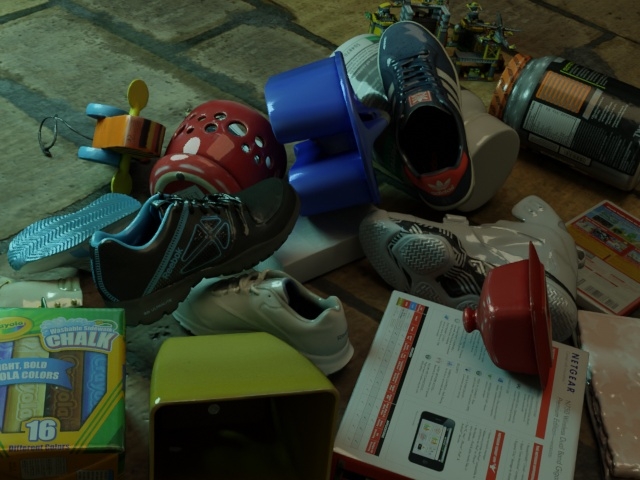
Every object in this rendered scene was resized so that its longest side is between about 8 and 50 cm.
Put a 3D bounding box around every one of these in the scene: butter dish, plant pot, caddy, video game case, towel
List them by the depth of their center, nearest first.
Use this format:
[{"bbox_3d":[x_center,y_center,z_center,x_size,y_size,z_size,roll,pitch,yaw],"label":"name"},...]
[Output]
[{"bbox_3d":[-0.111,0.222,1.187,0.212,0.212,0.187,-2,27,-15],"label":"plant pot"},{"bbox_3d":[0.255,0.106,1.342,0.118,0.159,0.160,-6,35,15],"label":"butter dish"},{"bbox_3d":[0.543,0.244,1.427,0.317,0.053,0.331,8,37,-2],"label":"towel"},{"bbox_3d":[0.027,-0.177,1.591,0.179,0.241,0.341,-16,16,5],"label":"caddy"},{"bbox_3d":[-0.171,-0.105,1.592,0.191,0.191,0.174,18,47,9],"label":"plant pot"},{"bbox_3d":[0.504,0.032,1.706,0.285,0.025,0.204,-26,51,-37],"label":"video game case"}]

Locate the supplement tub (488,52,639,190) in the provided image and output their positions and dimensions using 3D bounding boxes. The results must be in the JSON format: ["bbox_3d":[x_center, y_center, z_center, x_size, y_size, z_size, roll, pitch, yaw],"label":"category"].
[{"bbox_3d":[0.504,-0.241,1.915,0.316,0.193,0.193,27,41,19],"label":"supplement tub"}]

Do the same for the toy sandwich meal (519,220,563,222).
[{"bbox_3d":[0.391,-0.032,1.733,0.086,0.029,0.085,-10,18,3],"label":"toy sandwich meal"}]

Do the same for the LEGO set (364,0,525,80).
[{"bbox_3d":[0.271,-0.486,2.166,0.332,0.192,0.254,6,38,-7],"label":"LEGO set"}]

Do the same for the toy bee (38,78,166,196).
[{"bbox_3d":[-0.335,-0.182,1.667,0.162,0.195,0.298,11,19,-42],"label":"toy bee"}]

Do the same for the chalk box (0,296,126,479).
[{"bbox_3d":[-0.325,0.195,1.174,0.179,0.180,0.288,2,40,-11],"label":"chalk box"}]

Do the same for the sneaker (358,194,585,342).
[{"bbox_3d":[0.253,0.014,1.569,0.366,0.137,0.210,24,46,9],"label":"sneaker"}]

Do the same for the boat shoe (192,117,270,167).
[{"bbox_3d":[-0.165,-0.159,1.759,0.083,0.065,0.183,-19,41,-29],"label":"boat shoe"}]

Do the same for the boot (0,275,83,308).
[{"bbox_3d":[-0.407,0.116,1.336,0.165,0.077,0.213,2,32,-12],"label":"boot"}]

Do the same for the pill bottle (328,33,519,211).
[{"bbox_3d":[0.174,-0.217,1.796,0.204,0.204,0.361,-24,49,-36],"label":"pill bottle"}]

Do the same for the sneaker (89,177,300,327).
[{"bbox_3d":[-0.167,-0.015,1.372,0.341,0.139,0.125,-35,32,-32],"label":"sneaker"}]

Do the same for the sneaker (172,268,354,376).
[{"bbox_3d":[-0.088,0.089,1.402,0.297,0.129,0.111,15,41,14],"label":"sneaker"}]

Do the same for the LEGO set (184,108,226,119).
[{"bbox_3d":[-0.220,-0.244,1.879,0.083,0.023,0.054,-4,40,-19],"label":"LEGO set"}]

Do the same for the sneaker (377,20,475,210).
[{"bbox_3d":[0.169,-0.228,1.600,0.131,0.148,0.349,-21,69,12],"label":"sneaker"}]

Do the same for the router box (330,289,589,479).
[{"bbox_3d":[0.194,0.239,1.323,0.301,0.082,0.335,18,38,9],"label":"router box"}]

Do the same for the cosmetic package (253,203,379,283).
[{"bbox_3d":[0.000,0.000,1.594,0.239,0.060,0.099,-21,48,-35],"label":"cosmetic package"}]

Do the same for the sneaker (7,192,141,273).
[{"bbox_3d":[-0.362,0.009,1.463,0.087,0.092,0.229,31,37,29],"label":"sneaker"}]
